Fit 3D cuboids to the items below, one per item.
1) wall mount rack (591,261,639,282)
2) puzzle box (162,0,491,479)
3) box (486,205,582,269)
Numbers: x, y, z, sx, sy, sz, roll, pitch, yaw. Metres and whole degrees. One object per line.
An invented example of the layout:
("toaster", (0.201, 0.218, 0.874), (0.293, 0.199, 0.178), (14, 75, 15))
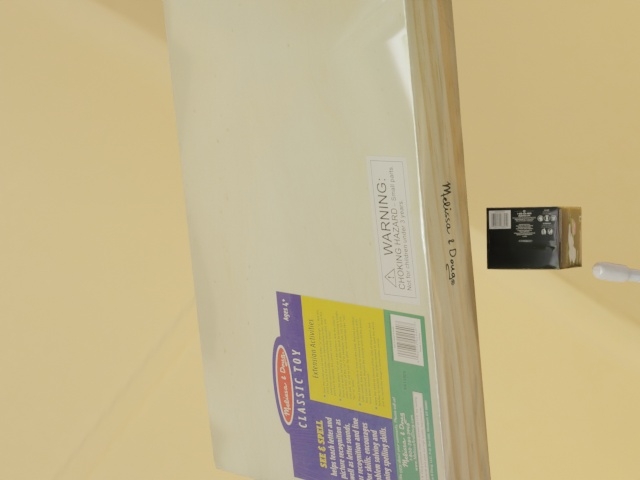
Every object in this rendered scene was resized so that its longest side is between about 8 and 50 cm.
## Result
("wall mount rack", (0.441, 0.051, 1.504), (0.304, 0.350, 0.130), (43, -126, -1))
("puzzle box", (0.000, 0.000, 1.239), (0.052, 0.409, 0.272), (-16, -164, -41))
("box", (0.174, -0.002, 1.326), (0.062, 0.052, 0.083), (0, 180, 22))
